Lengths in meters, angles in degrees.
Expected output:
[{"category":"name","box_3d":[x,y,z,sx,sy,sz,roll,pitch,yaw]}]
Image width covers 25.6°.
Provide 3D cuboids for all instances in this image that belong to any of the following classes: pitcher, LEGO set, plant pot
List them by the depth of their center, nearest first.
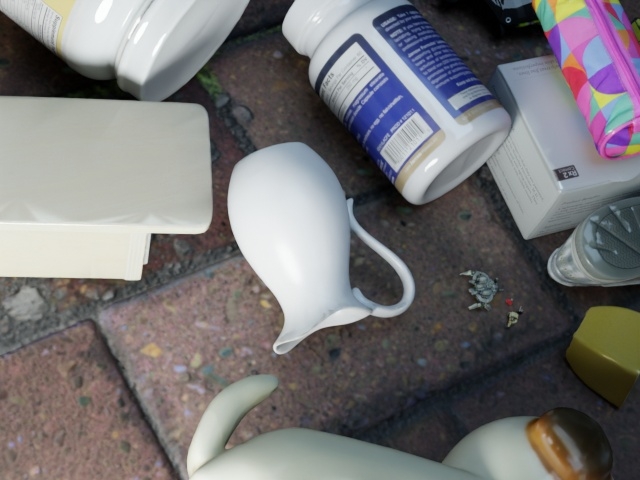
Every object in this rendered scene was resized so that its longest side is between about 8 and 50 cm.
[{"category":"pitcher","box_3d":[0.000,0.000,1.517,0.178,0.125,0.207,-12,76,-27]},{"category":"plant pot","box_3d":[0.322,0.120,1.567,0.083,0.081,0.081,28,58,12]},{"category":"LEGO set","box_3d":[0.195,0.061,1.593,0.083,0.023,0.054,26,58,-1]}]

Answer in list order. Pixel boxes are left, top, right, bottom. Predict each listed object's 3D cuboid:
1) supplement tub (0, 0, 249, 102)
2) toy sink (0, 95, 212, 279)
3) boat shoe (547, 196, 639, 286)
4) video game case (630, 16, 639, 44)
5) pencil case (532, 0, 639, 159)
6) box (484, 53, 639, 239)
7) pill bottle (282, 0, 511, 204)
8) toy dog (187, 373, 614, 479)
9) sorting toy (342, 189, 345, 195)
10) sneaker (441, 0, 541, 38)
[{"category":"supplement tub","box_3d":[-0.257,-0.329,1.547,0.331,0.241,0.241,38,59,7]},{"category":"toy sink","box_3d":[-0.237,-0.051,1.466,0.234,0.131,0.152,0,62,-11]},{"category":"boat shoe","box_3d":[0.418,-0.009,1.656,0.320,0.103,0.118,-15,80,-25]},{"category":"video game case","box_3d":[0.506,-0.138,1.695,0.275,0.035,0.248,19,37,-30]},{"category":"pencil case","box_3d":[0.317,-0.208,1.593,0.104,0.104,0.236,-11,65,-21]},{"category":"box","box_3d":[0.299,-0.119,1.666,0.181,0.119,0.181,-13,67,-23]},{"category":"pill bottle","box_3d":[0.082,-0.184,1.618,0.153,0.153,0.264,-31,75,-28]},{"category":"toy dog","box_3d":[0.094,0.297,1.321,0.408,0.284,0.395,-8,47,-22]},{"category":"sorting toy","box_3d":[-0.014,-0.040,1.593,0.083,0.012,0.062,13,60,-10]},{"category":"sneaker","box_3d":[0.253,-0.294,1.789,0.235,0.084,0.097,20,82,-4]}]
